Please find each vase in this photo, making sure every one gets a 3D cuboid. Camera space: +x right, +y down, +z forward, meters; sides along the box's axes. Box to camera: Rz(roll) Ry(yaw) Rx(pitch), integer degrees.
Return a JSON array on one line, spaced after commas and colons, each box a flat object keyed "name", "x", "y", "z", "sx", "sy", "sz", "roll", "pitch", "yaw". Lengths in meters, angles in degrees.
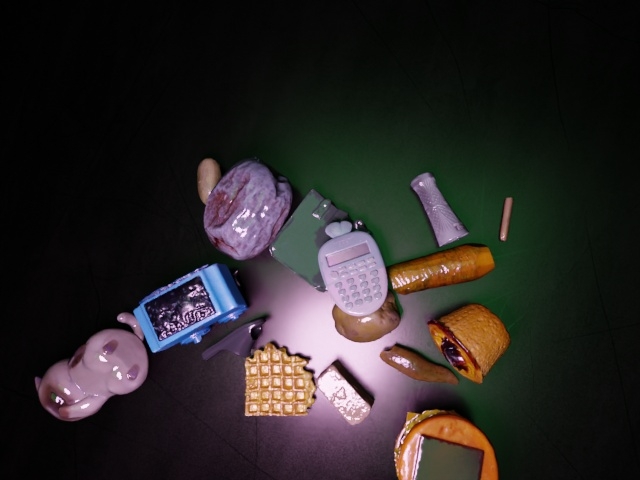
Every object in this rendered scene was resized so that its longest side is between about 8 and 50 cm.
[{"name": "vase", "x": 0.354, "y": -0.098, "z": 1.354, "sx": 0.096, "sy": 0.096, "sz": 0.219, "roll": -27, "pitch": 79, "yaw": 6}]

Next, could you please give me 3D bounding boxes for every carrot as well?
[{"name": "carrot", "x": 0.351, "y": 0.087, "z": 1.326, "sx": 0.302, "sy": 0.114, "sz": 0.114, "roll": -16, "pitch": 83, "yaw": 9}]

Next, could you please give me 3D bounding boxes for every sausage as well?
[{"name": "sausage", "x": 0.561, "y": -0.064, "z": 1.350, "sx": 0.024, "sy": 0.024, "sz": 0.132, "roll": 10, "pitch": 85, "yaw": 9}]

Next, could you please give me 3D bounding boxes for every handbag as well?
[{"name": "handbag", "x": 0.000, "y": 0.001, "z": 1.405, "sx": 0.247, "sy": 0.079, "sz": 0.260, "roll": 38, "pitch": 91, "yaw": 9}]

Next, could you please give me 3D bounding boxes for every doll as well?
[{"name": "doll", "x": -0.712, "y": 0.423, "z": 1.409, "sx": 0.370, "sy": 0.226, "sz": 0.215, "roll": -39, "pitch": 115, "yaw": -1}]

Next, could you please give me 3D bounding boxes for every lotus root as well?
[{"name": "lotus root", "x": -0.363, "y": -0.180, "z": 1.470, "sx": 0.077, "sy": 0.090, "sz": 0.183, "roll": -4, "pitch": 86, "yaw": -19}]

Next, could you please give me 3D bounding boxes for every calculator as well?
[{"name": "calculator", "x": 0.092, "y": 0.076, "z": 1.305, "sx": 0.184, "sy": 0.042, "sz": 0.295, "roll": -19, "pitch": 69, "yaw": 5}]

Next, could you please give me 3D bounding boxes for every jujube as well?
[{"name": "jujube", "x": -0.221, "y": -0.087, "z": 1.373, "sx": 0.246, "sy": 0.215, "sz": 0.308, "roll": 43, "pitch": 101, "yaw": 32}]

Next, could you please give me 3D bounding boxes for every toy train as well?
[{"name": "toy train", "x": -0.371, "y": 0.195, "z": 1.349, "sx": 0.300, "sy": 0.265, "sz": 0.188, "roll": -29, "pitch": 81, "yaw": 4}]

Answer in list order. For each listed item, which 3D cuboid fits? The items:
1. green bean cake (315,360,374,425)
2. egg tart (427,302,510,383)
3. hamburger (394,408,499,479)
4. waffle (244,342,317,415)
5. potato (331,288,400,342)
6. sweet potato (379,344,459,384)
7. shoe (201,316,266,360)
[{"name": "green bean cake", "x": 0.071, "y": 0.452, "z": 1.337, "sx": 0.085, "sy": 0.109, "sz": 0.179, "roll": -44, "pitch": 81, "yaw": 3}, {"name": "egg tart", "x": 0.416, "y": 0.280, "z": 1.263, "sx": 0.171, "sy": 0.215, "sz": 0.215, "roll": -34, "pitch": 81, "yaw": -11}, {"name": "hamburger", "x": 0.332, "y": 0.605, "z": 1.225, "sx": 0.291, "sy": 0.225, "sz": 0.291, "roll": -1, "pitch": 78, "yaw": 5}, {"name": "waffle", "x": -0.126, "y": 0.428, "z": 1.395, "sx": 0.229, "sy": 0.057, "sz": 0.219, "roll": -4, "pitch": 84, "yaw": 8}, {"name": "potato", "x": 0.136, "y": 0.222, "z": 1.338, "sx": 0.200, "sy": 0.137, "sz": 0.154, "roll": -21, "pitch": 55, "yaw": 6}, {"name": "sweet potato", "x": 0.294, "y": 0.375, "z": 1.327, "sx": 0.244, "sy": 0.077, "sz": 0.077, "roll": 21, "pitch": 88, "yaw": 11}, {"name": "shoe", "x": -0.256, "y": 0.329, "z": 1.402, "sx": 0.241, "sy": 0.108, "sz": 0.093, "roll": -33, "pitch": 81, "yaw": 12}]
